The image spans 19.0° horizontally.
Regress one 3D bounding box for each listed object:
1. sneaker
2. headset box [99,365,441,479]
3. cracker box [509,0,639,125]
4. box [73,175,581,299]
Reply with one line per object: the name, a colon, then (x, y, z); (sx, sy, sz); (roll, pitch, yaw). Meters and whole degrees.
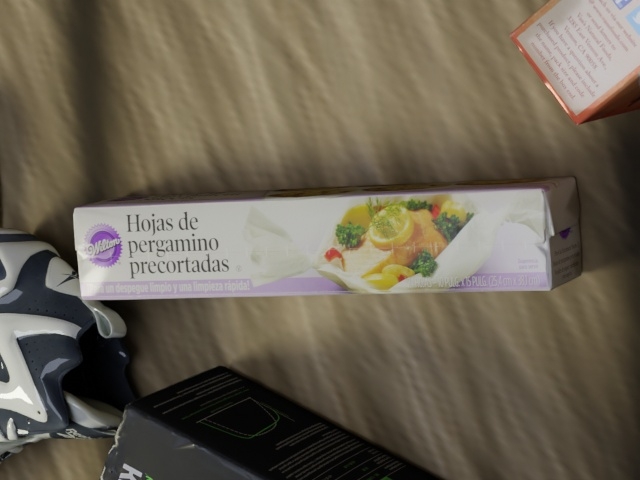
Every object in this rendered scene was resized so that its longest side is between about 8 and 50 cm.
sneaker: (-0.201, 0.125, 1.286); (0.153, 0.094, 0.235); (30, 98, 27)
headset box: (-0.013, 0.255, 1.199); (0.283, 0.131, 0.246); (27, 108, 19)
cracker box: (0.227, -0.159, 1.017); (0.232, 0.155, 0.067); (-40, 80, 24)
box: (0.000, 0.000, 1.194); (0.324, 0.067, 0.063); (-2, 96, 26)
